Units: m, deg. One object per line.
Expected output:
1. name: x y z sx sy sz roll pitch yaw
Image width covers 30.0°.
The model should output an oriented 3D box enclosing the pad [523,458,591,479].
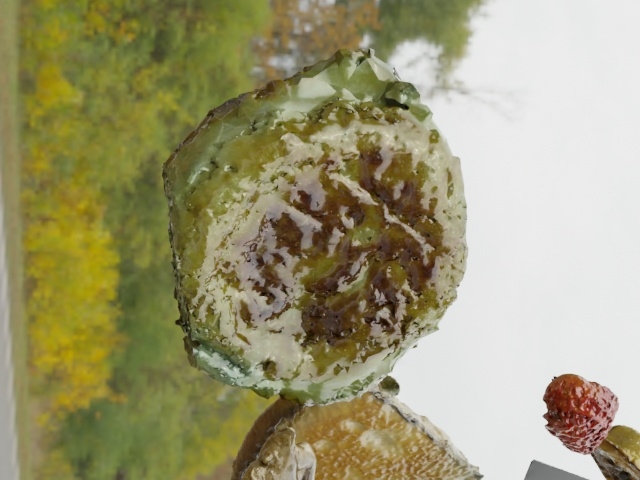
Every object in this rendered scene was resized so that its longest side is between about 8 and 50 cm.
1. pad: 0.380 0.436 1.783 0.164 0.243 0.004 -68 -158 -1

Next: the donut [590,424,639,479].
1. donut: 0.544 0.396 2.057 0.184 0.073 0.166 52 -14 -3

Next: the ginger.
1. ginger: -0.070 0.343 1.571 0.214 0.059 0.133 -64 152 -1

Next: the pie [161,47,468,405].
1. pie: 0.000 0.000 1.135 0.103 0.288 0.355 -133 -142 -68

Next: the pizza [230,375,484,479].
1. pizza: 0.035 0.321 1.899 0.392 0.434 0.080 78 6 -45

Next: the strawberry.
1. strawberry: 0.419 0.295 1.933 0.082 0.121 0.188 -56 145 -35
